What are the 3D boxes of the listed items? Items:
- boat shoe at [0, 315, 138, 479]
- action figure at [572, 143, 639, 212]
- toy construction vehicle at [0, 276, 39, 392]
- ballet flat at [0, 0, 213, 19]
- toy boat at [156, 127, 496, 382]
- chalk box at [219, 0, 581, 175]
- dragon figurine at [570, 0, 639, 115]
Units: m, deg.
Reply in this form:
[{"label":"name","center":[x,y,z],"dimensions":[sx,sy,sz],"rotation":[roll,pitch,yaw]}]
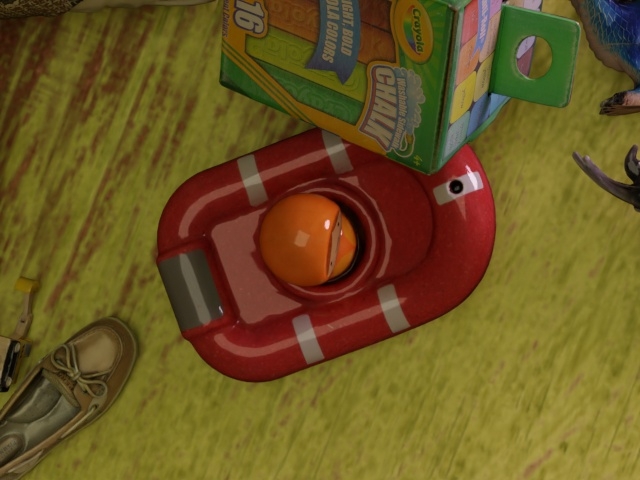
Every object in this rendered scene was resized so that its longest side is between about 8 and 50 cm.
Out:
[{"label":"boat shoe","center":[-0.188,0.114,1.355],"dimensions":[0.153,0.048,0.056],"rotation":[-41,84,5]},{"label":"action figure","center":[0.304,-0.023,1.234],"dimensions":[0.275,0.164,0.141],"rotation":[-8,88,1]},{"label":"toy construction vehicle","center":[-0.244,0.067,1.375],"dimensions":[0.086,0.035,0.098],"rotation":[12,88,19]},{"label":"ballet flat","center":[-0.072,-0.273,1.307],"dimensions":[0.483,0.164,0.182],"rotation":[-45,108,3]},{"label":"toy boat","center":[0.000,0.000,1.280],"dimensions":[0.231,0.151,0.151],"rotation":[-21,86,7]},{"label":"chalk box","center":[0.059,-0.140,1.239],"dimensions":[0.213,0.132,0.132],"rotation":[24,133,22]},{"label":"dragon figurine","center":[0.248,-0.159,1.282],"dimensions":[0.289,0.085,0.144],"rotation":[-3,89,9]}]
